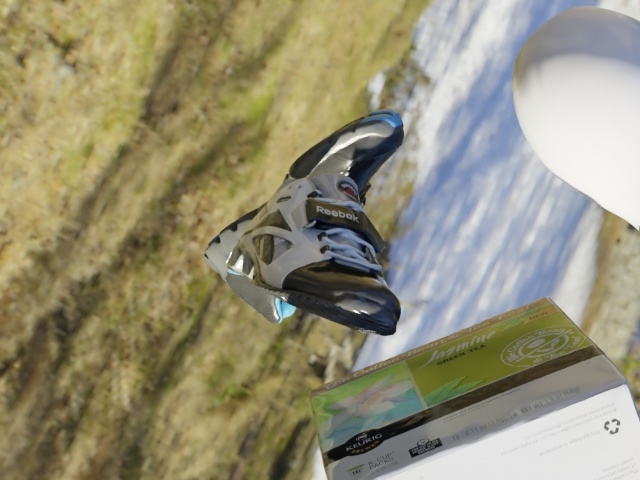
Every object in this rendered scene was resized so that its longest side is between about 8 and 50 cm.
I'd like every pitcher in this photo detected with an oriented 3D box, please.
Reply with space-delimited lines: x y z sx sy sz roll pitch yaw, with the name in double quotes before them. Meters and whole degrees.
"pitcher" 0.252 -0.089 0.937 0.177 0.207 0.125 -35 150 5

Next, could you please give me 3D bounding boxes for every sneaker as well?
"sneaker" 0.004 -0.031 1.580 0.341 0.140 0.125 -43 173 36
"sneaker" 0.000 0.000 1.306 0.122 0.330 0.146 25 91 -26

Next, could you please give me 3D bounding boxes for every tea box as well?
"tea box" 0.183 0.256 1.452 0.323 0.329 0.220 -115 -177 -76
